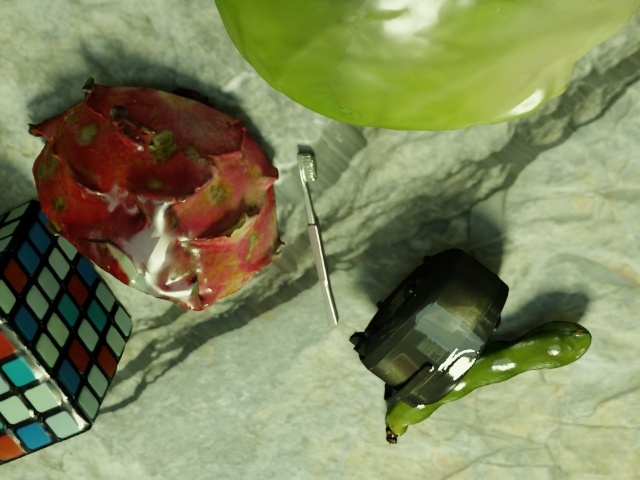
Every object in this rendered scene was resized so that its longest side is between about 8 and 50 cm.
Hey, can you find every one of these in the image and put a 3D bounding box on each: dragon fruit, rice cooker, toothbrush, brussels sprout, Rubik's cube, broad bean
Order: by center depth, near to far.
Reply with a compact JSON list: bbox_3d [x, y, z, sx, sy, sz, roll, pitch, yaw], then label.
[{"bbox_3d":[0.075,-0.242,1.095,0.344,0.268,0.344,-4,138,-4],"label":"brussels sprout"},{"bbox_3d":[-0.150,-0.051,1.319,0.274,0.126,0.161,30,122,-8],"label":"dragon fruit"},{"bbox_3d":[0.107,0.084,1.360,0.106,0.112,0.165,43,118,-9],"label":"rice cooker"},{"bbox_3d":[-0.002,0.000,1.388,0.017,0.014,0.194,-2,120,12],"label":"toothbrush"},{"bbox_3d":[-0.322,0.099,1.410,0.187,0.184,0.182,-22,114,23],"label":"Rubik's cube"},{"bbox_3d":[0.158,0.136,1.418,0.256,0.052,0.053,-29,75,28],"label":"broad bean"}]
